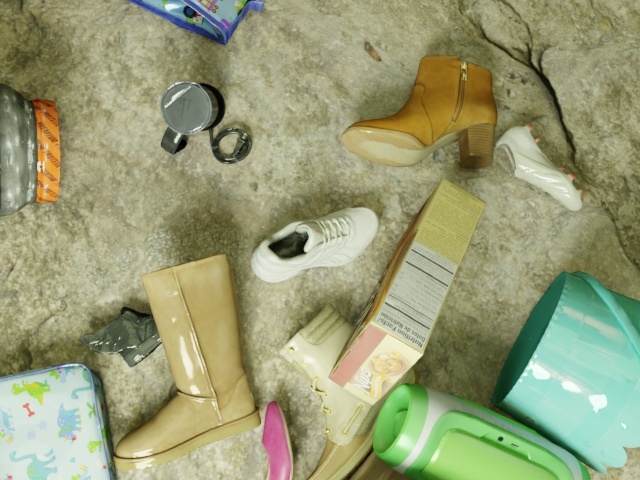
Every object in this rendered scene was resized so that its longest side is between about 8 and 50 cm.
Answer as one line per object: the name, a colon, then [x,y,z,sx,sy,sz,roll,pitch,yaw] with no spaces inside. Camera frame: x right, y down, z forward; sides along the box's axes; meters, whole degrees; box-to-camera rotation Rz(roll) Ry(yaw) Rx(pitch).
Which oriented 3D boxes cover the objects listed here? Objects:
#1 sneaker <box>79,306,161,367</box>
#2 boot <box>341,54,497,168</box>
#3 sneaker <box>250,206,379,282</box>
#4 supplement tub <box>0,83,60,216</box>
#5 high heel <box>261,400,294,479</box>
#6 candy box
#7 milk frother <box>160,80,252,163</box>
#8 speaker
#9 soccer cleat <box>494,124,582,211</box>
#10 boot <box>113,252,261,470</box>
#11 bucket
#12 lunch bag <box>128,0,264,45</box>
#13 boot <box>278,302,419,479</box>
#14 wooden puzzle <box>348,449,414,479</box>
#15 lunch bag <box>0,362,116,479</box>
sneaker: [-0.282,0.132,1.074,0.170,0.051,0.089,-41,87,-14]
boot: [0.180,-0.245,1.241,0.295,0.104,0.211,5,67,-12]
sneaker: [0.000,0.000,1.121,0.232,0.115,0.090,-23,78,-14]
supplement tub: [-0.573,-0.136,1.009,0.338,0.207,0.207,-2,72,-27]
high heel: [-0.095,0.370,1.022,0.117,0.082,0.244,-6,80,-4]
candy box: [0.135,0.072,1.035,0.087,0.183,0.316,30,51,2]
milk frother: [-0.187,-0.195,1.144,0.143,0.135,0.129,13,102,-1]
speaker: [0.229,0.310,0.967,0.296,0.131,0.131,26,71,-10]
soccer cleat: [0.399,-0.124,1.249,0.076,0.068,0.196,-36,80,-1]
boot: [-0.221,0.176,1.017,0.236,0.089,0.269,-16,94,-25]
bucket: [0.402,0.191,1.043,0.183,0.281,0.281,28,71,10]
lunch bag: [-0.231,-0.514,1.252,0.293,0.138,0.221,28,68,-9]
boot: [0.005,0.246,1.057,0.203,0.095,0.262,40,71,5]
wooden puzzle: [0.150,0.465,1.010,0.322,0.080,0.348,46,67,-1]
lunch bag: [-0.398,0.294,0.987,0.176,0.090,0.219,-12,75,-13]
